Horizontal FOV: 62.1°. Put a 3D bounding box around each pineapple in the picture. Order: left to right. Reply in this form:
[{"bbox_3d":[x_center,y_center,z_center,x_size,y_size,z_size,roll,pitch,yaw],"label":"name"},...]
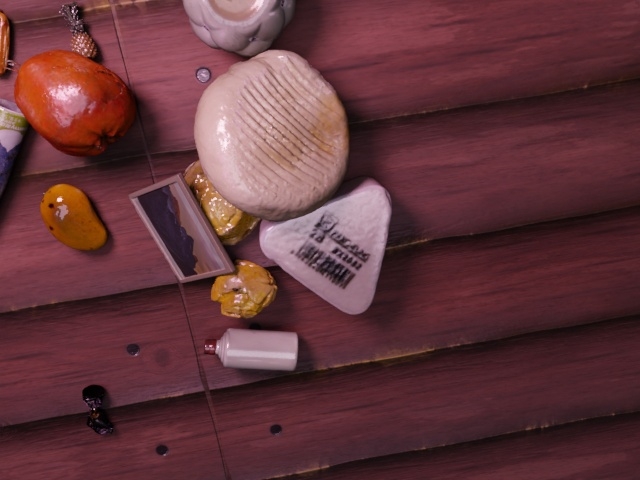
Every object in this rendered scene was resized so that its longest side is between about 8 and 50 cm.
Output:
[{"bbox_3d":[-0.530,-0.460,1.163,0.058,0.058,0.124,-12,108,-2],"label":"pineapple"}]

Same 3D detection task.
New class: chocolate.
[{"bbox_3d":[-0.613,0.470,1.451,0.072,0.070,0.147,7,109,22],"label":"chocolate"}]

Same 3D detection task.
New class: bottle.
[{"bbox_3d":[-0.763,-0.159,1.218,0.093,0.093,0.330,26,104,-13],"label":"bottle"},{"bbox_3d":[-0.184,0.288,1.410,0.245,0.104,0.104,5,107,-7],"label":"bottle"}]

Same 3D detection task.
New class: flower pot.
[{"bbox_3d":[-0.172,-0.511,1.106,0.246,0.195,0.246,-2,107,-6],"label":"flower pot"}]

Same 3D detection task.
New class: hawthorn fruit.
[{"bbox_3d":[-0.550,-0.311,1.139,0.299,0.211,0.211,36,102,1],"label":"hawthorn fruit"}]

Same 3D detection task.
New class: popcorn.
[{"bbox_3d":[-0.195,0.125,1.343,0.167,0.152,0.149,19,70,13],"label":"popcorn"}]

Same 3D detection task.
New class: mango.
[{"bbox_3d":[-0.594,-0.049,1.274,0.115,0.090,0.178,-24,117,-5],"label":"mango"}]

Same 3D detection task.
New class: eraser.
[{"bbox_3d":[0.000,0.000,1.312,0.331,0.150,0.332,-1,107,-3],"label":"eraser"}]

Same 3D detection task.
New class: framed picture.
[{"bbox_3d":[-0.338,-0.020,1.292,0.192,0.018,0.266,-15,112,34],"label":"framed picture"}]

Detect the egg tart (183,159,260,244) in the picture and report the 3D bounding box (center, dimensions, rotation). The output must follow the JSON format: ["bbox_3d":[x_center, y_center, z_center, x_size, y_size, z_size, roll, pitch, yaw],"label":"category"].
[{"bbox_3d":[-0.241,-0.093,1.291,0.252,0.098,0.232,-20,105,5],"label":"egg tart"}]

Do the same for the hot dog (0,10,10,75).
[{"bbox_3d":[-0.711,-0.433,1.164,0.062,0.038,0.144,11,104,-6],"label":"hot dog"}]

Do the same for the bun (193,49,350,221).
[{"bbox_3d":[-0.112,-0.217,1.176,0.365,0.219,0.365,1,87,-29],"label":"bun"}]
